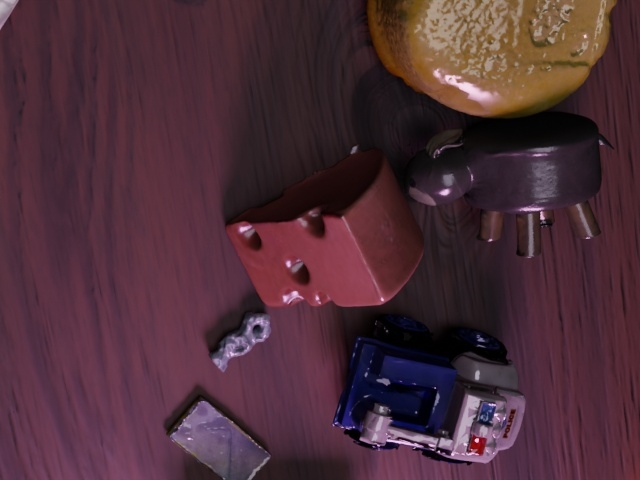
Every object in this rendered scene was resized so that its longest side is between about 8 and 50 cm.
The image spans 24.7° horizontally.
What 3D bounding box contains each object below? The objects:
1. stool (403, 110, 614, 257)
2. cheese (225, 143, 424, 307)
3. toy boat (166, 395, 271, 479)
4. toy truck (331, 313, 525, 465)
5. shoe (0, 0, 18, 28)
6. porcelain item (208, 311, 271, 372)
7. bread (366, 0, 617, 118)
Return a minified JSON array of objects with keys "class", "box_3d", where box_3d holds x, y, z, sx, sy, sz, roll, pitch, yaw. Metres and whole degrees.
[{"class":"stool","box_3d":[0.215,-0.067,1.651,0.228,0.153,0.139,-2,108,16]},{"class":"cheese","box_3d":[0.020,-0.003,1.593,0.203,0.177,0.128,-27,106,-8]},{"class":"toy boat","box_3d":[-0.117,0.236,1.697,0.115,0.016,0.063,42,90,-19]},{"class":"toy truck","box_3d":[0.131,0.185,1.662,0.213,0.177,0.161,12,98,-15]},{"class":"shoe","box_3d":[-0.384,-0.228,1.492,0.110,0.095,0.265,30,95,-15]},{"class":"porcelain item","box_3d":[-0.089,0.114,1.670,0.083,0.028,0.036,-43,106,-3]},{"class":"bread","box_3d":[0.189,-0.259,1.595,0.270,0.148,0.270,-4,107,-13]}]
